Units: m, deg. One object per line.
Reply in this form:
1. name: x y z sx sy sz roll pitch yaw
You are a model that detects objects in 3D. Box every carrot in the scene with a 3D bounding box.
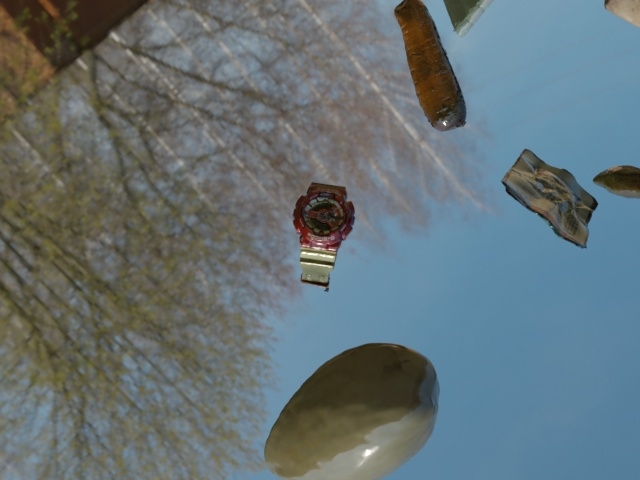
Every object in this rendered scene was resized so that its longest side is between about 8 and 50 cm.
1. carrot: 0.143 -0.231 1.247 0.060 0.186 0.060 -20 -179 0

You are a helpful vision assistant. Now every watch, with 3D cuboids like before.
1. watch: 0.000 0.002 1.645 0.268 0.102 0.165 98 1 -62

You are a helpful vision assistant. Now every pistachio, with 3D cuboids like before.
1. pistachio: 0.035 0.191 1.006 0.226 0.136 0.136 -36 -162 28

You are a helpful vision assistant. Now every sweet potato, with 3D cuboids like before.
1. sweet potato: 0.352 -0.065 1.035 0.038 0.041 0.153 -48 -163 -20

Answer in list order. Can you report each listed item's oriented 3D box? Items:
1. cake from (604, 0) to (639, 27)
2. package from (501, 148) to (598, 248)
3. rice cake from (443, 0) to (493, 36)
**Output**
1. cake: 0.585 -0.452 1.568 0.196 0.293 0.199 -58 167 -35
2. package: 0.370 -0.070 1.534 0.040 0.166 0.232 -54 176 30
3. rice cake: 0.303 -0.520 1.856 0.189 0.037 0.198 -50 -144 27
